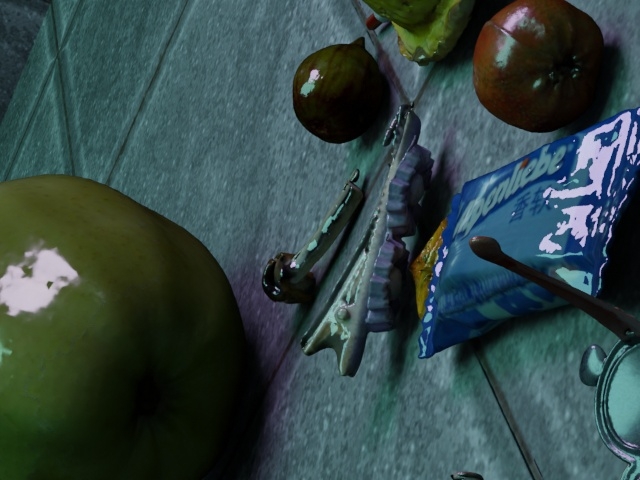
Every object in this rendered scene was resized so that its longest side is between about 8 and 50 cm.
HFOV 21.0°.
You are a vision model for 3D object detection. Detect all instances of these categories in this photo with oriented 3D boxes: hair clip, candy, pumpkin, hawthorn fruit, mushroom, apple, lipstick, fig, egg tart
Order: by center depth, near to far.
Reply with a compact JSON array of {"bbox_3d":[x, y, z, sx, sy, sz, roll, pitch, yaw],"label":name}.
[{"bbox_3d":[0.175,0.000,1.502,0.331,0.077,0.187,-25,45,60],"label":"candy"},{"bbox_3d":[0.190,-0.156,1.529,0.128,0.128,0.128,-50,31,45],"label":"hawthorn fruit"},{"bbox_3d":[0.109,0.029,1.690,0.101,0.035,0.073,-101,31,-49],"label":"pumpkin"},{"bbox_3d":[0.060,-0.002,1.745,0.106,0.084,0.292,46,-118,-72],"label":"hair clip"},{"bbox_3d":[0.099,-0.326,1.797,0.288,0.118,0.288,180,90,-73],"label":"egg tart"},{"bbox_3d":[0.000,0.000,1.974,0.187,0.061,0.060,-50,42,21],"label":"mushroom"},{"bbox_3d":[0.026,-0.184,1.974,0.109,0.103,0.155,98,-169,-57],"label":"fig"},{"bbox_3d":[0.084,-0.274,1.988,0.129,0.030,0.030,-39,39,55],"label":"lipstick"},{"bbox_3d":[-0.309,0.147,2.075,0.473,0.473,0.474,-50,31,45],"label":"apple"}]

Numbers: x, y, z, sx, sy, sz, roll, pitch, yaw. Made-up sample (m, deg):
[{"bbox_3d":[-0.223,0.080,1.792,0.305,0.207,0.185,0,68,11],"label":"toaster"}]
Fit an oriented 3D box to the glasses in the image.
[{"bbox_3d":[0.155,0.129,1.199,0.118,0.268,0.234,-18,53,42],"label":"glasses"}]
